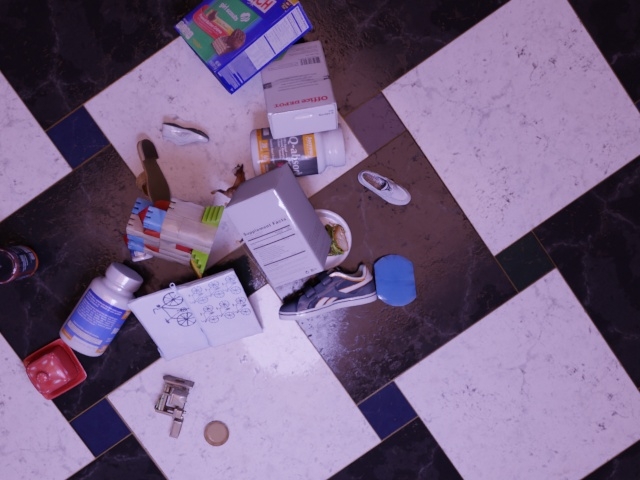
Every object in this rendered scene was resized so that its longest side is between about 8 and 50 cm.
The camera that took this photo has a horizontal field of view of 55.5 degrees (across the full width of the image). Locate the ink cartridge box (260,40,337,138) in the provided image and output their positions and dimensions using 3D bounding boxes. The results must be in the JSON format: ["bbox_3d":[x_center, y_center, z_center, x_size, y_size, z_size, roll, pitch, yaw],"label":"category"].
[{"bbox_3d":[-0.069,-0.449,1.812,0.198,0.114,0.272,-10,58,-1],"label":"ink cartridge box"}]

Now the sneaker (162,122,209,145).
[{"bbox_3d":[-0.424,-0.325,1.914,0.152,0.053,0.061,14,109,0],"label":"sneaker"}]

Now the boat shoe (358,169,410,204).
[{"bbox_3d":[0.205,-0.170,1.930,0.184,0.063,0.066,34,92,-3],"label":"boat shoe"}]

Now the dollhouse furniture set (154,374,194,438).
[{"bbox_3d":[-0.482,0.539,1.913,0.101,0.161,0.181,17,93,-3],"label":"dollhouse furniture set"}]

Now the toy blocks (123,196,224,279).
[{"bbox_3d":[-0.439,-0.029,1.767,0.261,0.381,0.190,18,68,-10],"label":"toy blocks"}]

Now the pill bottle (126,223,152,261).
[{"bbox_3d":[-0.573,0.002,1.919,0.067,0.067,0.120,-12,94,-1],"label":"pill bottle"}]

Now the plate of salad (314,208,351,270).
[{"bbox_3d":[0.000,0.000,1.945,0.200,0.048,0.199,0,95,-2],"label":"plate of salad"}]

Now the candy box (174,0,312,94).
[{"bbox_3d":[-0.230,-0.634,1.802,0.317,0.122,0.268,-40,61,0],"label":"candy box"}]

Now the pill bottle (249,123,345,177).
[{"bbox_3d":[-0.069,-0.276,1.867,0.279,0.162,0.162,-8,94,-1],"label":"pill bottle"}]

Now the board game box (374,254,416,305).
[{"bbox_3d":[0.235,0.131,1.962,0.133,0.033,0.168,0,73,-14],"label":"board game box"}]

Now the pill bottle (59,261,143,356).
[{"bbox_3d":[-0.671,0.209,1.889,0.152,0.152,0.272,35,93,-4],"label":"pill bottle"}]

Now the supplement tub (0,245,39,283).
[{"bbox_3d":[-0.929,0.070,1.849,0.106,0.198,0.106,0,93,-2],"label":"supplement tub"}]

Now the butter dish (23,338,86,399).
[{"bbox_3d":[-0.853,0.417,1.916,0.160,0.118,0.159,-30,94,1],"label":"butter dish"}]

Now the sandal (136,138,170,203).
[{"bbox_3d":[-0.544,-0.193,1.916,0.079,0.088,0.240,-16,87,31],"label":"sandal"}]

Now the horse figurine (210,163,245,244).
[{"bbox_3d":[-0.242,-0.094,1.892,0.066,0.174,0.263,-23,102,25],"label":"horse figurine"}]

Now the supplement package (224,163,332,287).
[{"bbox_3d":[-0.118,-0.043,1.800,0.175,0.177,0.293,-20,115,22],"label":"supplement package"}]

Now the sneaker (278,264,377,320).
[{"bbox_3d":[0.014,0.159,1.920,0.321,0.126,0.127,-14,99,-12],"label":"sneaker"}]

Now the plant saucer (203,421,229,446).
[{"bbox_3d":[-0.340,0.632,1.996,0.083,0.015,0.083,0,94,-1],"label":"plant saucer"}]

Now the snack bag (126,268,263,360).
[{"bbox_3d":[-0.378,0.237,1.860,0.343,0.037,0.323,-16,135,0],"label":"snack bag"}]
